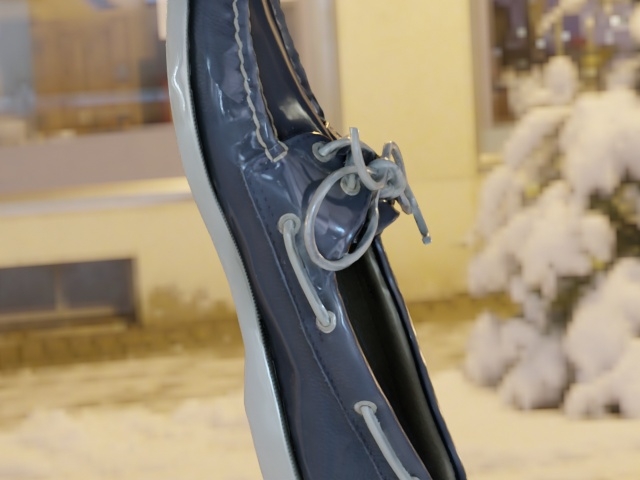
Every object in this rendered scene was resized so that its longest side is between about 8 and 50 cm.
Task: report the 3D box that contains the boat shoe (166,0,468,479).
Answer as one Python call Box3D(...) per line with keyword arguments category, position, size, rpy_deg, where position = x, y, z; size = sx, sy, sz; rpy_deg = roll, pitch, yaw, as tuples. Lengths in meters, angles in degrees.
Box3D(category="boat shoe", position=(0.000, 0.000, 0.795), size=(0.079, 0.255, 0.095), rpy_deg=(-10, 6, 21))
